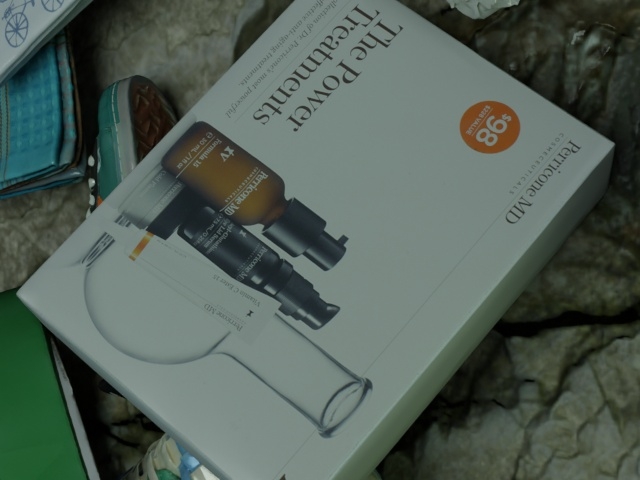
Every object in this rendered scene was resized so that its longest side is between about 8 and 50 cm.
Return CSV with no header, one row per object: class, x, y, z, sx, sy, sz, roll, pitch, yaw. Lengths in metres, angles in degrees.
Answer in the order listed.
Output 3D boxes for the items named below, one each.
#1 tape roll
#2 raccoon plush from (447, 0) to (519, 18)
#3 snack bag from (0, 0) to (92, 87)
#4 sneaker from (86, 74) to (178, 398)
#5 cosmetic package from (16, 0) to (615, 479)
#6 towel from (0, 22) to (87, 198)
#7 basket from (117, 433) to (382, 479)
tape roll,-0.237,0.199,1.150,0.077,0.321,0.321,-18,85,-9
raccoon plush,0.031,-0.390,0.905,0.216,0.299,0.446,-35,78,24
snack bag,-0.246,-0.352,1.205,0.342,0.037,0.323,-35,66,22
sneaker,-0.181,0.005,1.212,0.121,0.108,0.302,-8,92,23
cosmetic package,0.000,0.000,1.025,0.284,0.097,0.377,37,77,18
towel,-0.357,-0.211,1.292,0.271,0.040,0.370,-13,78,27
basket,-0.067,0.262,1.131,0.255,0.201,0.289,49,143,23
